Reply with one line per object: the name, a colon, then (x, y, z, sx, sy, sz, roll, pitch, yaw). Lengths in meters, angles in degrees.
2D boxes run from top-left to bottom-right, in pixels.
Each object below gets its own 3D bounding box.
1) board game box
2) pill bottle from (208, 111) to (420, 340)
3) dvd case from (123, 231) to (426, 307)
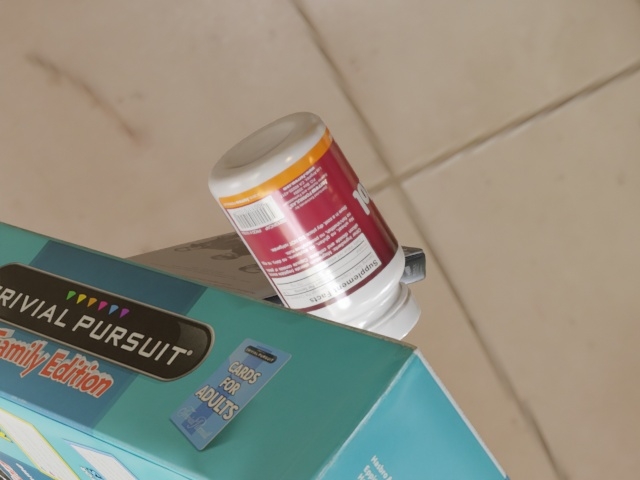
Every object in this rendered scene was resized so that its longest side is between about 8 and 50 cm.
board game box: (-0.038, 0.116, 0.826, 0.079, 0.336, 0.254, -51, 128, -21)
pill bottle: (0.000, 0.000, 1.248, 0.152, 0.086, 0.086, 58, 43, -19)
dvd case: (-0.064, 0.030, 1.452, 0.239, 0.179, 0.029, -16, 108, -46)
